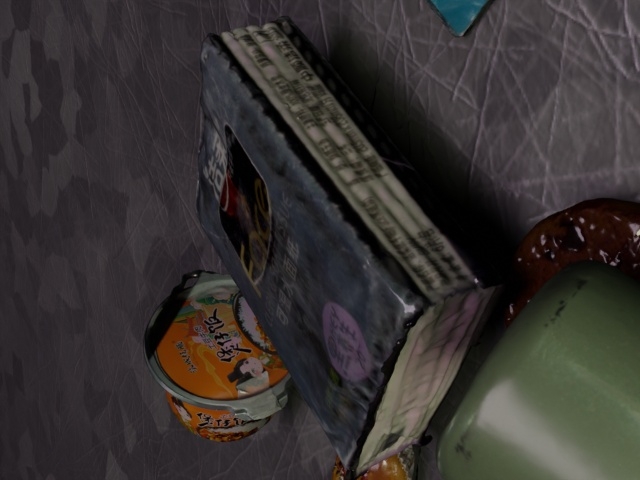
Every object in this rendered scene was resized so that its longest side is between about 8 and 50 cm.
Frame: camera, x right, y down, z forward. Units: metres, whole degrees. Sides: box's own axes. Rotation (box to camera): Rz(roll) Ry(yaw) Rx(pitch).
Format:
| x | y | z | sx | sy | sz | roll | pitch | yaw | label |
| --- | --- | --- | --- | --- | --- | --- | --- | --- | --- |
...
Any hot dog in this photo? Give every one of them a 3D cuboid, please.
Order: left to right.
| x | y | z | sx | sy | sz | roll | pitch | yaw | label |
| --- | --- | --- | --- | --- | --- | --- | --- | --- | --- |
| 0.043 | 0.258 | 0.878 | 0.108 | 0.059 | 0.191 | 43 | 132 | 45 | hot dog |

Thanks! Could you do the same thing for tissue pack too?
| x | y | z | sx | sy | sz | roll | pitch | yaw | label |
| --- | --- | --- | --- | --- | --- | --- | --- | --- | --- |
| 0.000 | 0.000 | 0.793 | 0.361 | 0.122 | 0.259 | 55 | 149 | 30 | tissue pack |

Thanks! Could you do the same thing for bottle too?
| x | y | z | sx | sy | sz | roll | pitch | yaw | label |
| --- | --- | --- | --- | --- | --- | --- | --- | --- | --- |
| 0.238 | 0.165 | 0.459 | 0.347 | 0.168 | 0.168 | 36 | 128 | 23 | bottle |

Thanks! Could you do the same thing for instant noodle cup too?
| x | y | z | sx | sy | sz | roll | pitch | yaw | label |
| --- | --- | --- | --- | --- | --- | --- | --- | --- | --- |
| -0.108 | 0.147 | 0.973 | 0.125 | 0.177 | 0.208 | 99 | 163 | -45 | instant noodle cup |

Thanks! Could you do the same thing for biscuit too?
| x | y | z | sx | sy | sz | roll | pitch | yaw | label |
| --- | --- | --- | --- | --- | --- | --- | --- | --- | --- |
| 0.209 | 0.061 | 0.615 | 0.192 | 0.049 | 0.192 | 28 | 123 | 54 | biscuit |

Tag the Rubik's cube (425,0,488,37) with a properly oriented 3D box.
| x | y | z | sx | sy | sz | roll | pitch | yaw | label |
| --- | --- | --- | --- | --- | --- | --- | --- | --- | --- |
| 0.058 | -0.286 | 0.630 | 0.190 | 0.178 | 0.211 | 62 | 139 | 27 | Rubik's cube |
